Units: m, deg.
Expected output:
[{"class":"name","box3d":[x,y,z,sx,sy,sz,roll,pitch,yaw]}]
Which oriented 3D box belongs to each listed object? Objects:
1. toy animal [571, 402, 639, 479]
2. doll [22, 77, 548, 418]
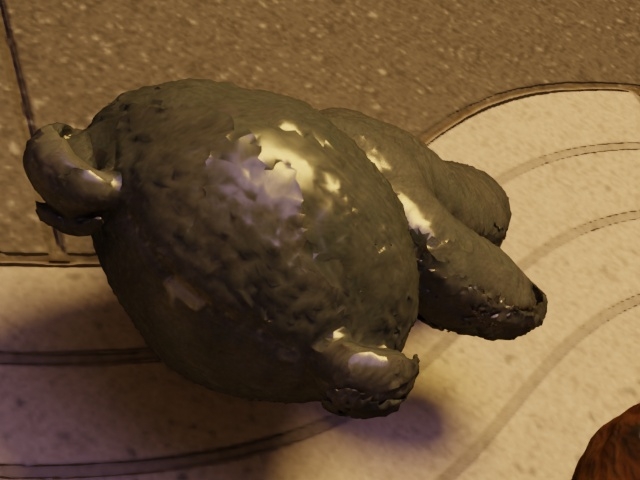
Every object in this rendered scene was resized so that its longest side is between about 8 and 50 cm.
[{"class":"toy animal","box3d":[0.104,0.183,0.560,0.097,0.158,0.312,30,40,5]},{"class":"doll","box3d":[-0.004,0.007,0.716,0.245,0.158,0.340,31,12,12]}]
